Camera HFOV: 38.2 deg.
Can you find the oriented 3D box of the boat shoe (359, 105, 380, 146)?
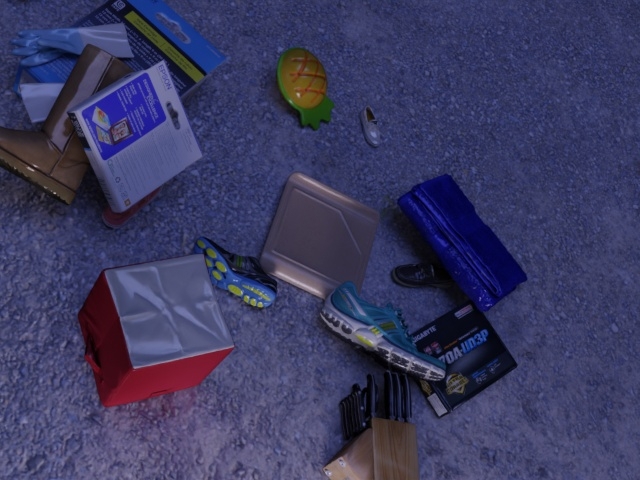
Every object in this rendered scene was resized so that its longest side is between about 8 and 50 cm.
[{"bbox_3d":[0.118,-0.263,2.113,0.035,0.035,0.100,-3,65,-29],"label":"boat shoe"}]

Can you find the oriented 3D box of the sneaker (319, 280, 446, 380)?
[{"bbox_3d":[0.133,0.178,1.802,0.275,0.107,0.110,34,68,5],"label":"sneaker"}]

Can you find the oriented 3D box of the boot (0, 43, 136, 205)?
[{"bbox_3d":[-0.465,-0.230,1.627,0.236,0.089,0.270,37,74,-36],"label":"boot"}]

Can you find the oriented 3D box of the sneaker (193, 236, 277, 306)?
[{"bbox_3d":[-0.165,0.057,1.783,0.188,0.067,0.078,34,32,-5],"label":"sneaker"}]

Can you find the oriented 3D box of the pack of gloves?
[{"bbox_3d":[-0.446,-0.324,1.714,0.232,0.046,0.195,-13,71,-29],"label":"pack of gloves"}]

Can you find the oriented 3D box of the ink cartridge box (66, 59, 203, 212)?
[{"bbox_3d":[-0.328,-0.190,1.665,0.208,0.045,0.206,-40,124,-34],"label":"ink cartridge box"}]

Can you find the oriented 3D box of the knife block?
[{"bbox_3d":[0.136,0.391,1.726,0.276,0.088,0.242,49,54,5],"label":"knife block"}]

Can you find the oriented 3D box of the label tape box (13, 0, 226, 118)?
[{"bbox_3d":[-0.393,-0.331,1.843,0.249,0.115,0.348,42,52,-1],"label":"label tape box"}]

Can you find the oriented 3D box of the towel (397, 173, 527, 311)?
[{"bbox_3d":[0.321,-0.007,2.016,0.308,0.076,0.227,54,36,8],"label":"towel"}]

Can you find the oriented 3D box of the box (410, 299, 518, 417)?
[{"bbox_3d":[0.281,0.240,1.908,0.220,0.051,0.175,-24,76,-35],"label":"box"}]

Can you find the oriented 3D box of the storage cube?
[{"bbox_3d":[-0.286,0.154,1.578,0.214,0.193,0.184,-9,68,-32],"label":"storage cube"}]

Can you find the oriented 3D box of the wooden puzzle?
[{"bbox_3d":[0.000,0.000,1.908,0.220,0.044,0.239,26,59,-13],"label":"wooden puzzle"}]

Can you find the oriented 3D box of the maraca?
[{"bbox_3d":[-0.032,-0.337,2.044,0.127,0.099,0.186,-35,109,-31],"label":"maraca"}]

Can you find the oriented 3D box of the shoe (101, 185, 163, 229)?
[{"bbox_3d":[-0.345,-0.099,1.756,0.063,0.081,0.178,39,53,-4],"label":"shoe"}]

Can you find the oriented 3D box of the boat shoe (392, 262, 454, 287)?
[{"bbox_3d":[0.227,0.069,1.976,0.152,0.049,0.056,3,60,-27],"label":"boat shoe"}]
